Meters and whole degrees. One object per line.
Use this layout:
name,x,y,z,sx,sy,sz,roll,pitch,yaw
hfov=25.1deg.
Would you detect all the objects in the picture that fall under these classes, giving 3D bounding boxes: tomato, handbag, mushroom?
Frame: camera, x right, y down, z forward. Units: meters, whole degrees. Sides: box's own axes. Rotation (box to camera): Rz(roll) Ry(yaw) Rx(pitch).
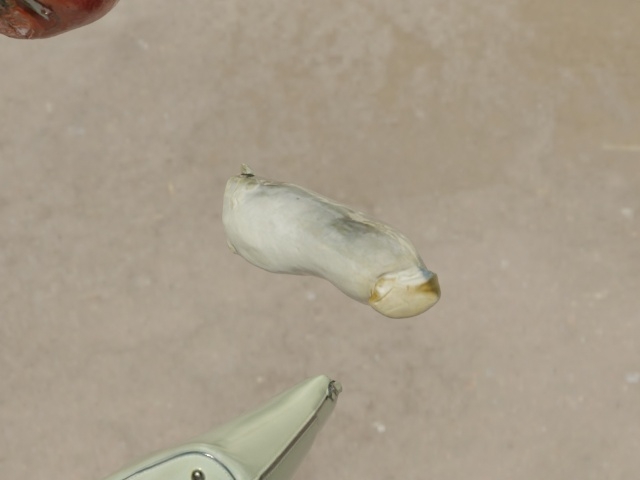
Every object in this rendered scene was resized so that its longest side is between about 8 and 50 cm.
tomato,-0.317,-0.283,1.469,0.228,0.228,0.101,10,57,20
handbag,-0.106,0.194,1.288,0.241,0.109,0.315,-25,10,18
mushroom,0.002,0.000,1.548,0.109,0.097,0.351,-20,28,-34
